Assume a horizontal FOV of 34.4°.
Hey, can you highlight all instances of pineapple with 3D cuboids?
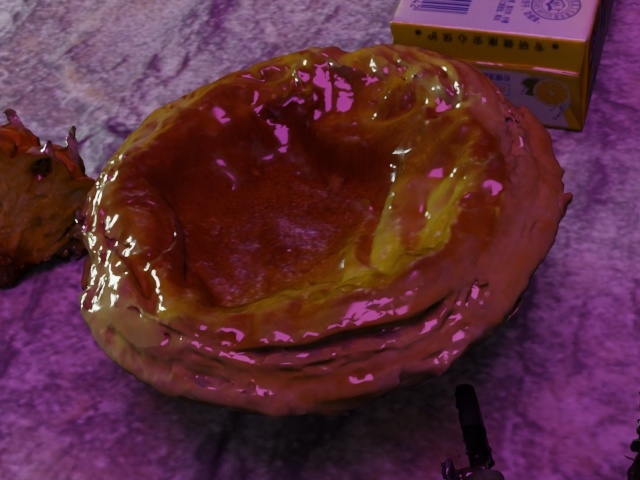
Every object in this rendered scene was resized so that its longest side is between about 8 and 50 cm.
[{"bbox_3d":[-0.289,-0.061,0.832,0.250,0.139,0.164,-10,47,4],"label":"pineapple"}]

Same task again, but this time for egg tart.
[{"bbox_3d":[0.000,0.000,0.723,0.352,0.150,0.352,-6,43,6],"label":"egg tart"}]

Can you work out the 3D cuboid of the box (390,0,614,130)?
[{"bbox_3d":[0.177,-0.228,0.925,0.168,0.097,0.265,9,52,16],"label":"box"}]

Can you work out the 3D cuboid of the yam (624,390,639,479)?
[{"bbox_3d":[0.245,0.124,0.499,0.202,0.271,0.201,-35,51,-28],"label":"yam"}]

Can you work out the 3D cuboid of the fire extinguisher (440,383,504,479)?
[{"bbox_3d":[0.101,0.192,0.571,0.071,0.099,0.231,-11,49,9],"label":"fire extinguisher"}]
